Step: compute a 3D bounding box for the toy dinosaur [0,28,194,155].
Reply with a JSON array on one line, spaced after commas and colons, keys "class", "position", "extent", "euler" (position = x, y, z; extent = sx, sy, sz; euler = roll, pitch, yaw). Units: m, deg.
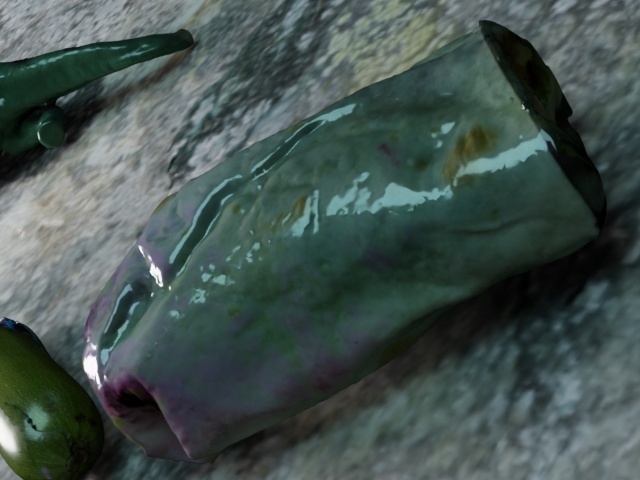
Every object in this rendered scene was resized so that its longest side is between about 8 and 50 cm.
[{"class": "toy dinosaur", "position": [-0.225, -0.070, 0.951], "extent": [0.292, 0.079, 0.120], "euler": [-18, 40, 30]}]

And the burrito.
[{"class": "burrito", "position": [0.000, 0.000, 0.592], "extent": [0.229, 0.089, 0.144], "euler": [-32, 29, 14]}]

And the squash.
[{"class": "squash", "position": [-0.150, 0.073, 0.708], "extent": [0.052, 0.052, 0.183], "euler": [-47, 27, -8]}]
